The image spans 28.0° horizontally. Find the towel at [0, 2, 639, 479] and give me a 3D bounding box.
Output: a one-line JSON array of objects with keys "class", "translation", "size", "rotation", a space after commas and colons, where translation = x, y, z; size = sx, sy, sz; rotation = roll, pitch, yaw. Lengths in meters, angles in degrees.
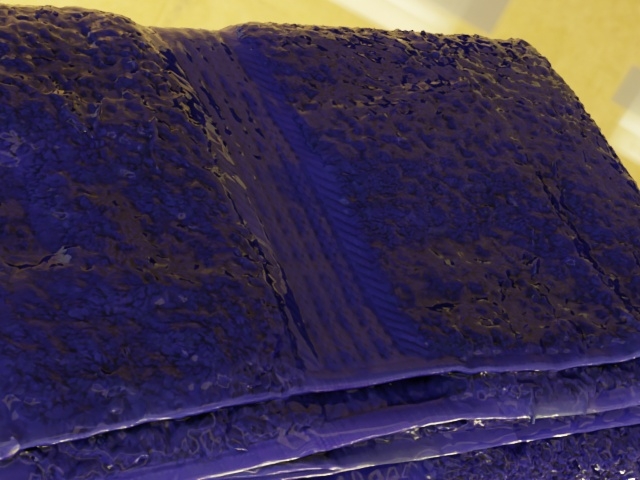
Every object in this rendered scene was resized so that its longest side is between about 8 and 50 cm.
[{"class": "towel", "translation": [0.000, 0.000, 0.443], "size": [0.308, 0.076, 0.227], "rotation": [-2, -126, -32]}]
